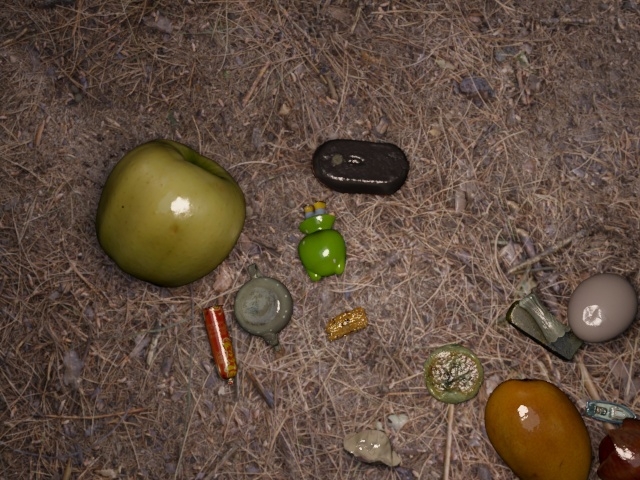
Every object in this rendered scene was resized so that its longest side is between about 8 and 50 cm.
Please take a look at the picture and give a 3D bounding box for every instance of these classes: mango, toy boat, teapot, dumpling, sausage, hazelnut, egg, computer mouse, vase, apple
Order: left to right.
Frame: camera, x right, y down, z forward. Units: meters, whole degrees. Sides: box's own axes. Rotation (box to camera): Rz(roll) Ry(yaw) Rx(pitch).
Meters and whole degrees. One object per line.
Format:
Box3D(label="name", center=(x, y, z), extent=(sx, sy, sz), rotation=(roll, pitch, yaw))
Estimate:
Box3D(label="apple", center=(-0.464, -0.076, 1.737), extent=(0.474, 0.473, 0.473), rotation=(-1, 81, 8))
Box3D(label="sausage", center=(-0.326, 0.344, 1.832), extent=(0.083, 0.083, 0.263), rotation=(-17, 81, 5))
Box3D(label="teapot", center=(-0.182, 0.214, 1.806), extent=(0.193, 0.129, 0.294), rotation=(-17, 77, 5))
Box3D(label="computer mouse", center=(0.131, -0.241, 1.839), extent=(0.323, 0.116, 0.182), rotation=(6, 79, 2))
Box3D(label="dumpling", center=(0.154, 0.630, 1.686), extent=(0.188, 0.127, 0.108), rotation=(22, 92, 17))
Box3D(label="mango", center=(0.626, 0.567, 1.589), extent=(0.264, 0.221, 0.378), rotation=(-23, 89, -1))
Box3D(label="vase", center=(0.651, 0.222, 1.632), extent=(0.081, 0.081, 0.148), rotation=(-36, 73, 1))
Box3D(label="egg", center=(0.817, 0.199, 1.627), extent=(0.232, 0.176, 0.176), rotation=(-37, 76, -25))
Box3D(label="toy boat", center=(0.855, 0.505, 1.638), extent=(0.140, 0.066, 0.059), rotation=(10, 79, 9))
Box3D(label="hazelnut", center=(0.878, 0.604, 1.579), extent=(0.161, 0.170, 0.201), rotation=(13, 54, 34))

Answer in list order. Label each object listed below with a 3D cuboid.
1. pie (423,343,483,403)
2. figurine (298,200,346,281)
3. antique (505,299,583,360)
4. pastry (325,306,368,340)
Box3D(label="pie", center=(0.411, 0.414, 1.729), extent=(0.187, 0.041, 0.186), rotation=(-1, 82, 8))
Box3D(label="figurine", center=(0.000, 0.000, 1.813), extent=(0.162, 0.143, 0.263), rotation=(-15, 67, 9))
Box3D(label="antique", center=(0.672, 0.269, 1.697), extent=(0.221, 0.080, 0.081), rotation=(35, 86, 13))
Box3D(label="pastry", center=(0.083, 0.268, 1.795), extent=(0.140, 0.056, 0.080), rotation=(-18, 86, -2))
